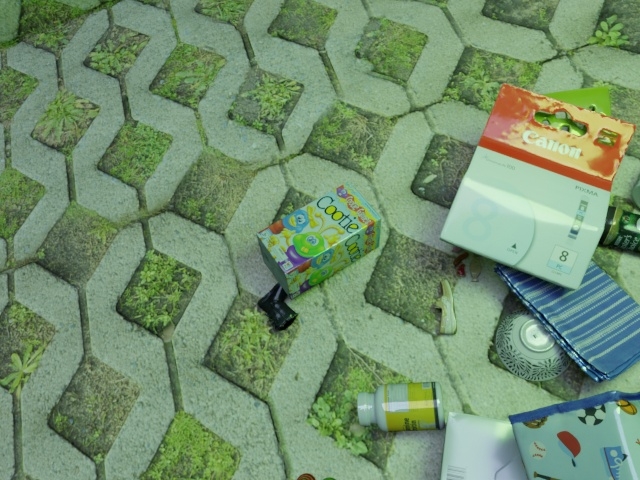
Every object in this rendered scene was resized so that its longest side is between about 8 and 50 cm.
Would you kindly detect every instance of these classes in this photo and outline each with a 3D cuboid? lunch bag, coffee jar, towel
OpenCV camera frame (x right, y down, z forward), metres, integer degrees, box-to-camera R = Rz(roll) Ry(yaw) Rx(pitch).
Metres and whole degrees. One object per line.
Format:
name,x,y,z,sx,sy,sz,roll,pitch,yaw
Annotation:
lunch bag,0.552,0.434,0.991,0.239,0.386,0.327,-27,60,37
coffee jar,0.730,-0.018,1.316,0.185,0.096,0.079,18,67,21
towel,0.579,0.133,1.262,0.243,0.040,0.336,-22,57,-24

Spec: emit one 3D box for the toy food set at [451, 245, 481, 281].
toy food set,0.365,0.042,1.419,0.078,0.019,0.122,8,75,17

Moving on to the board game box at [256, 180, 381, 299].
board game box,0.000,0.000,1.429,0.275,0.144,0.142,-31,62,-14

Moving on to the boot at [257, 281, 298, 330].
boot,-0.094,0.163,1.453,0.121,0.045,0.099,-42,63,-5

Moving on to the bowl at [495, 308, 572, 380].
bowl,0.481,0.222,1.268,0.170,0.080,0.170,-5,65,11

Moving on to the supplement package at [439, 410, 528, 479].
supplement package,0.340,0.499,1.129,0.204,0.145,0.261,6,65,15

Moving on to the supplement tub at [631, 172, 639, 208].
supplement tub,0.844,-0.156,1.327,0.144,0.144,0.199,38,78,26

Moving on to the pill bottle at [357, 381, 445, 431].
pill bottle,0.178,0.368,1.255,0.184,0.103,0.103,-6,63,11

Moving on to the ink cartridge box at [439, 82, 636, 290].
ink cartridge box,0.474,-0.124,1.238,0.308,0.091,0.384,22,96,11

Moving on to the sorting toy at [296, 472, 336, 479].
sorting toy,-0.009,0.548,1.247,0.102,0.042,0.061,4,66,15

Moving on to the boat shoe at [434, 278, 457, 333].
boat shoe,0.296,0.158,1.359,0.045,0.050,0.135,-6,63,5

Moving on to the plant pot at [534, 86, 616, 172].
plant pot,0.576,-0.213,1.381,0.227,0.228,0.207,-7,71,10
